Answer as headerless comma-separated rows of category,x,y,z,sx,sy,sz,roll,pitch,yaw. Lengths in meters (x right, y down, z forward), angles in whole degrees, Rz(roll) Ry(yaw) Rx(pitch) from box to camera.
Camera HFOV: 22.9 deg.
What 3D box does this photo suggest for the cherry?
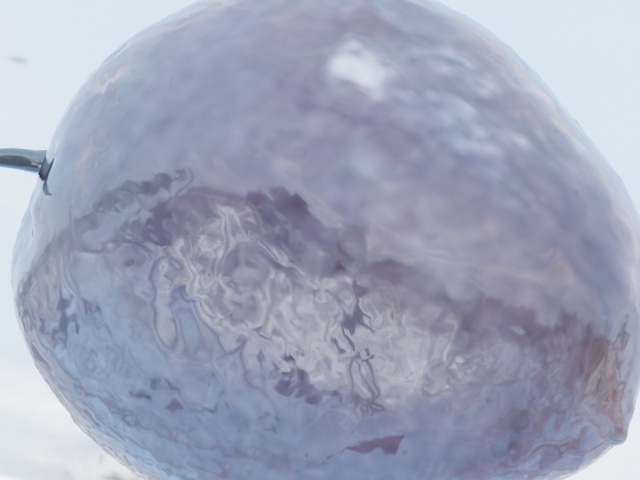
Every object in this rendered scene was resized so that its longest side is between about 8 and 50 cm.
cherry,0.000,0.000,0.576,0.266,0.213,0.184,29,142,22
